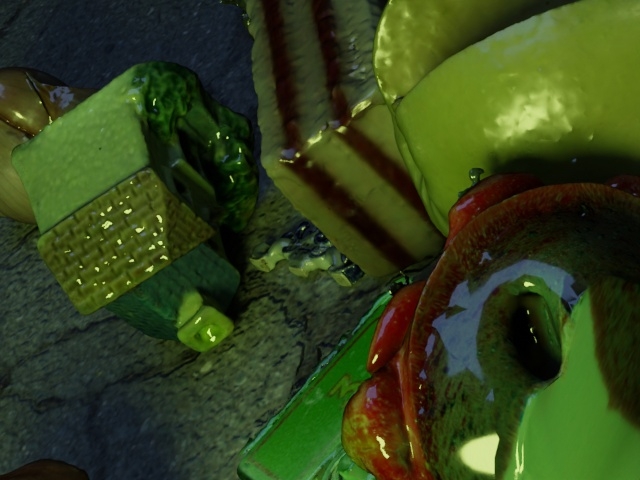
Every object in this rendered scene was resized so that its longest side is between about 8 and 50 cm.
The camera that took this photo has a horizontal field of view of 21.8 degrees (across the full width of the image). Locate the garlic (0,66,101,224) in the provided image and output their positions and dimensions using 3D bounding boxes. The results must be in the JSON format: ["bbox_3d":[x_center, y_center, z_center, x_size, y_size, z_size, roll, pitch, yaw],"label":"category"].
[{"bbox_3d":[-0.292,-0.092,1.743,0.214,0.191,0.160,15,87,38],"label":"garlic"}]

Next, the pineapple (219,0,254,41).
[{"bbox_3d":[-0.050,-0.218,1.640,0.074,0.159,0.074,-28,33,20],"label":"pineapple"}]

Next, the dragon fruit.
[{"bbox_3d":[0.149,0.097,1.012,0.130,0.268,0.295,11,84,67],"label":"dragon fruit"}]

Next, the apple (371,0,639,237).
[{"bbox_3d":[0.175,-0.112,1.183,0.254,0.292,0.292,-20,36,2],"label":"apple"}]

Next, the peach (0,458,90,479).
[{"bbox_3d":[-0.226,0.262,1.224,0.232,0.232,0.232,-26,37,21],"label":"peach"}]

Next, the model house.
[{"bbox_3d":[-0.137,-0.009,1.468,0.195,0.214,0.189,-29,46,14],"label":"model house"}]

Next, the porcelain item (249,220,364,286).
[{"bbox_3d":[0.000,0.000,1.469,0.136,0.021,0.075,9,58,48],"label":"porcelain item"}]

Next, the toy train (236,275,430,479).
[{"bbox_3d":[0.069,0.138,1.161,0.243,0.132,0.188,-47,26,-9],"label":"toy train"}]

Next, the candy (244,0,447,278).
[{"bbox_3d":[0.039,-0.130,1.441,0.135,0.179,0.320,-30,35,18],"label":"candy"}]
